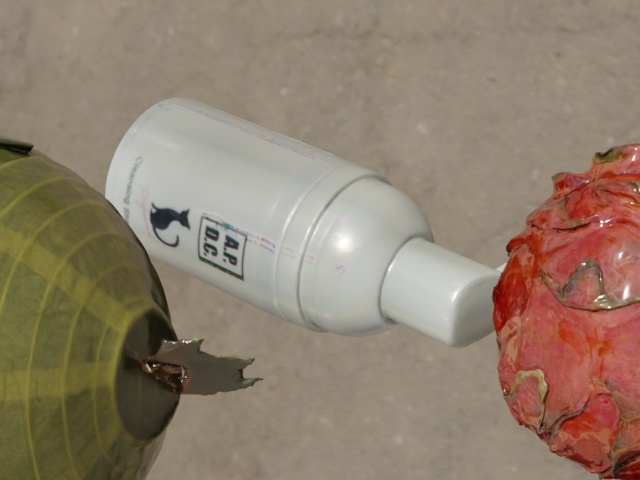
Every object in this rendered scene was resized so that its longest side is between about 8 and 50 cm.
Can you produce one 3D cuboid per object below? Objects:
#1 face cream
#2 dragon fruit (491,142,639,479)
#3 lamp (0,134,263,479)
[{"bbox_3d":[0.000,0.000,1.215,0.369,0.145,0.145,23,101,33],"label":"face cream"},{"bbox_3d":[0.234,0.049,1.052,0.241,0.241,0.252,2,67,48],"label":"dragon fruit"},{"bbox_3d":[-0.167,0.066,0.731,0.284,0.250,0.250,1,84,17],"label":"lamp"}]
